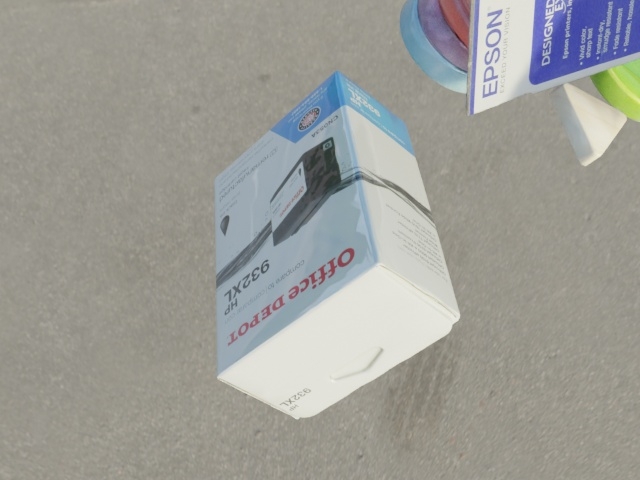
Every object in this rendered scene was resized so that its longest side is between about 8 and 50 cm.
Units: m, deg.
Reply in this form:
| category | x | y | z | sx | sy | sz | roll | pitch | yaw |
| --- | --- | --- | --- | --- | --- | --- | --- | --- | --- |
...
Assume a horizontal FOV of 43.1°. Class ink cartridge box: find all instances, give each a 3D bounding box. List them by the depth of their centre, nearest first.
| category | x | y | z | sx | sy | sz | roll | pitch | yaw |
| --- | --- | --- | --- | --- | --- | --- | --- | --- | --- |
| ink cartridge box | 0.222 | -0.284 | 0.637 | 0.307 | 0.303 | 0.072 | -19 | 36 | -22 |
| ink cartridge box | 0.000 | 0.000 | 0.885 | 0.223 | 0.129 | 0.307 | -37 | 39 | 26 |

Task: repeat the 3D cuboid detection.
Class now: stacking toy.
| category | x | y | z | sx | sy | sz | roll | pitch | yaw |
| --- | --- | --- | --- | --- | --- | --- | --- | --- | --- |
| stacking toy | 0.243 | -0.207 | 0.912 | 0.309 | 0.130 | 0.279 | -31 | 84 | -38 |
